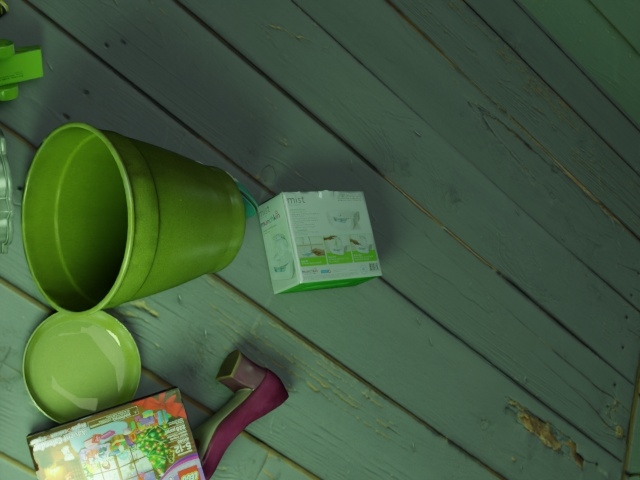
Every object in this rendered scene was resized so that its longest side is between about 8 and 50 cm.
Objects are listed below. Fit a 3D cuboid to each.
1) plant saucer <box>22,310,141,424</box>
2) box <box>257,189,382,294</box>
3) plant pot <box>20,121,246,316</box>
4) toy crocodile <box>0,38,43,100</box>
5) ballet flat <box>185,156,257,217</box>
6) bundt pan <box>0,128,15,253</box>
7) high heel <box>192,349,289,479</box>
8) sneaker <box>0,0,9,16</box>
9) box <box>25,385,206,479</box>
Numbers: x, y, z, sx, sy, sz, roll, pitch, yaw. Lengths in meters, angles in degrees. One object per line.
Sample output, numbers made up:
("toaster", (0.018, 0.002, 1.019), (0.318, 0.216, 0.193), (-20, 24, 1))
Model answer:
("plant saucer", (-0.479, 0.255, 1.642), (0.241, 0.037, 0.240), (14, 66, -34))
("box", (0.000, 0.000, 2.037), (0.262, 0.127, 0.231), (-5, 76, -38))
("plant pot", (-0.353, -0.044, 1.672), (0.353, 0.366, 0.366), (-3, 75, -49))
("toy crocodile", (-0.708, -0.330, 1.643), (0.340, 0.105, 0.115), (-32, 136, -41))
("ballet flat", (-0.249, -0.136, 1.932), (0.247, 0.083, 0.087), (24, 47, -31))
("bundt pan", (-0.656, -0.126, 1.462), (0.124, 0.331, 0.330), (-11, 81, -33))
("high heel", (-0.187, 0.431, 1.750), (0.181, 0.127, 0.377), (43, 58, -26))
("sneaker", (-0.706, -0.512, 1.749), (0.083, 0.031, 0.035), (40, 55, -19))
("box", (-0.384, 0.419, 1.562), (0.293, 0.057, 0.200), (-17, 88, -16))
